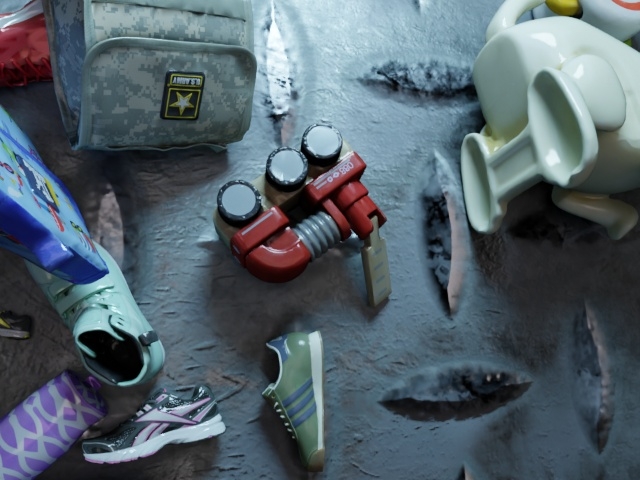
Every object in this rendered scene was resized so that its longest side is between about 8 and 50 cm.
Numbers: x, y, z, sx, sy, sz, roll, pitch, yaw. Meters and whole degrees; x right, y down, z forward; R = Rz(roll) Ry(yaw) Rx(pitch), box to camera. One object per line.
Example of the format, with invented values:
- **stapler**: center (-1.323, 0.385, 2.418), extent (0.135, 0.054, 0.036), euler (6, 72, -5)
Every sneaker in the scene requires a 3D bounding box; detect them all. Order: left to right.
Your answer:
- **sneaker**: center (-0.416, 0.107, 0.689), extent (0.084, 0.031, 0.035), euler (13, 66, -16)
- **sneaker**: center (-0.376, -0.234, 0.713), extent (0.128, 0.087, 0.221), euler (46, 76, -3)
- **sneaker**: center (-0.285, 0.071, 0.660), extent (0.094, 0.151, 0.255), euler (-39, 92, -14)
- **sneaker**: center (-0.219, 0.236, 0.701), extent (0.178, 0.072, 0.077), euler (-6, 76, -32)
- **sneaker**: center (-0.040, 0.224, 0.750), extent (0.086, 0.064, 0.191), euler (0, 82, -6)

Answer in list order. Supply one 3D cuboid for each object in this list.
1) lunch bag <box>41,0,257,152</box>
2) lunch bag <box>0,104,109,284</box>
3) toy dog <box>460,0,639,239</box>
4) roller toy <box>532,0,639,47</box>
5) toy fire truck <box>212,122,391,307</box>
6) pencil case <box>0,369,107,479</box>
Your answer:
- **lunch bag**: center (-0.213, -0.256, 0.689), extent (0.236, 0.169, 0.286), euler (-12, 97, -40)
- **lunch bag**: center (-0.362, -0.064, 0.569), extent (0.293, 0.221, 0.138), euler (41, 74, 21)
- **toy dog**: center (0.449, -0.189, 0.841), extent (0.409, 0.284, 0.394), euler (-2, 65, -15)
- **roller toy**: center (0.480, -0.429, 0.916), extent (0.210, 0.146, 0.191), euler (25, 77, -9)
- **toy fire truck**: center (0.000, 0.000, 0.757), extent (0.217, 0.158, 0.246), euler (-37, 82, -16)
- **pencil case**: center (-0.364, 0.249, 0.650), extent (0.206, 0.088, 0.086), euler (-37, 88, -15)
